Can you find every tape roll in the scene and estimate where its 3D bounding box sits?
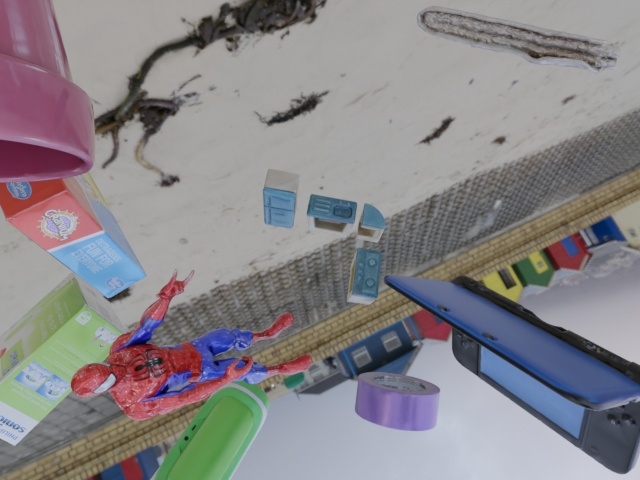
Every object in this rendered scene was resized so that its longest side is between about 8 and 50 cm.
[{"bbox_3d":[0.176,0.366,1.080,0.189,0.080,0.189,7,176,0],"label":"tape roll"}]

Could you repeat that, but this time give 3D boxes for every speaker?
[{"bbox_3d":[-0.219,0.416,0.915,0.131,0.131,0.296,-37,-168,44],"label":"speaker"}]

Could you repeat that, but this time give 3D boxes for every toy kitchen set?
[{"bbox_3d":[0.000,0.000,0.762,0.207,0.166,0.122,10,155,-1],"label":"toy kitchen set"}]

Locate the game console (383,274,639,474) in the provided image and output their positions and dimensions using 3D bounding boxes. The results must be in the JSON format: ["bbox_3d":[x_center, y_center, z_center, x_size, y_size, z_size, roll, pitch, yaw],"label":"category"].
[{"bbox_3d":[0.240,0.171,0.613,0.173,0.250,0.293,-24,-147,-25],"label":"game console"}]

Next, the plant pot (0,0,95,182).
[{"bbox_3d":[-0.271,-0.143,0.327,0.201,0.180,0.201,-2,179,0],"label":"plant pot"}]

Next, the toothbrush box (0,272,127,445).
[{"bbox_3d":[-0.568,0.231,0.969,0.283,0.122,0.206,-47,-145,-13],"label":"toothbrush box"}]

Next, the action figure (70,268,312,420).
[{"bbox_3d":[-0.093,0.103,0.470,0.139,0.091,0.280,-40,156,28],"label":"action figure"}]

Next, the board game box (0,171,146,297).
[{"bbox_3d":[-0.366,-0.099,0.623,0.064,0.316,0.242,-32,159,-14],"label":"board game box"}]

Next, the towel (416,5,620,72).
[{"bbox_3d":[0.307,-0.308,0.722,0.187,0.282,0.049,-30,139,-53],"label":"towel"}]
